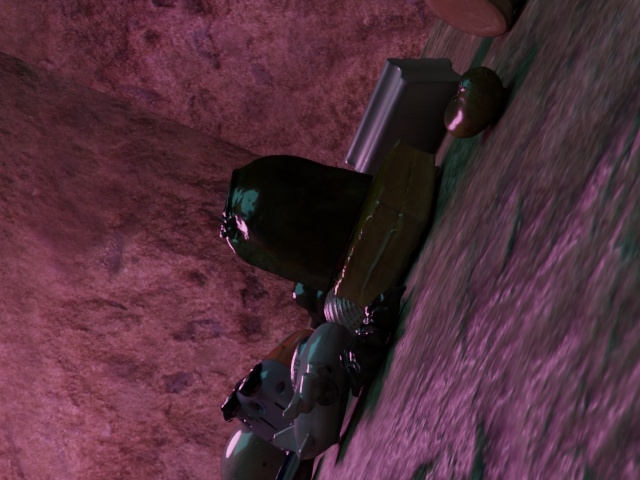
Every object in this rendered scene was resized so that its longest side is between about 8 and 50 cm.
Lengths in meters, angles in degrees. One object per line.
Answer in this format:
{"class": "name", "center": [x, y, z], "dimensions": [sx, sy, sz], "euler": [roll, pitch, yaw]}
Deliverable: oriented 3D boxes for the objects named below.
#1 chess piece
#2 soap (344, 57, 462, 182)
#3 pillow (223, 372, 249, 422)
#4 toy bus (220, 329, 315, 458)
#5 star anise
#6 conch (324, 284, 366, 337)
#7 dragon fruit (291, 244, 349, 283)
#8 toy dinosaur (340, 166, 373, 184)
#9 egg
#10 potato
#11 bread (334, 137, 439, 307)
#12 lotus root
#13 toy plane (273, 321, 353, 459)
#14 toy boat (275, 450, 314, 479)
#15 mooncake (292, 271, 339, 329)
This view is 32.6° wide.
{"class": "chess piece", "center": [0.303, -0.513, 1.853], "dimensions": [0.167, 0.167, 0.300], "euler": [124, 172, -80]}
{"class": "soap", "center": [0.170, -0.243, 2.230], "dimensions": [0.087, 0.159, 0.265], "euler": [58, 140, 35]}
{"class": "pillow", "center": [-0.078, 0.296, 2.432], "dimensions": [0.335, 0.092, 0.161], "euler": [-32, -14, -13]}
{"class": "toy bus", "center": [-0.055, 0.294, 2.229], "dimensions": [0.232, 0.194, 0.288], "euler": [-57, 2, -30]}
{"class": "star anise", "center": [0.082, 0.158, 1.803], "dimensions": [0.195, 0.065, 0.182], "euler": [99, -164, -61]}
{"class": "conch", "center": [0.059, 0.140, 2.159], "dimensions": [0.153, 0.102, 0.135], "euler": [122, 154, -76]}
{"class": "dragon fruit", "center": [0.000, 0.000, 2.598], "dimensions": [0.296, 0.314, 0.263], "euler": [-20, 83, 52]}
{"class": "toy dinosaur", "center": [0.140, -0.044, 2.402], "dimensions": [0.301, 0.087, 0.447], "euler": [37, -132, -56]}
{"class": "egg", "center": [-0.130, 0.482, 2.455], "dimensions": [0.236, 0.169, 0.169], "euler": [-58, 4, 10]}
{"class": "potato", "center": [0.228, -0.201, 1.613], "dimensions": [0.138, 0.070, 0.092], "euler": [113, 173, -70]}
{"class": "bread", "center": [0.122, -0.028, 1.988], "dimensions": [0.246, 0.111, 0.239], "euler": [-69, 2, -53]}
{"class": "lotus root", "center": [-0.053, -0.076, 2.066], "dimensions": [0.149, 0.260, 0.267], "euler": [107, -173, -45]}
{"class": "toy plane", "center": [-0.003, 0.260, 1.887], "dimensions": [0.252, 0.118, 0.252], "euler": [16, -90, -74]}
{"class": "toy boat", "center": [-0.061, 0.499, 2.060], "dimensions": [0.046, 0.080, 0.229], "euler": [-10, 51, 46]}
{"class": "mooncake", "center": [0.010, 0.137, 2.502], "dimensions": [0.168, 0.175, 0.104], "euler": [-19, 43, 52]}
